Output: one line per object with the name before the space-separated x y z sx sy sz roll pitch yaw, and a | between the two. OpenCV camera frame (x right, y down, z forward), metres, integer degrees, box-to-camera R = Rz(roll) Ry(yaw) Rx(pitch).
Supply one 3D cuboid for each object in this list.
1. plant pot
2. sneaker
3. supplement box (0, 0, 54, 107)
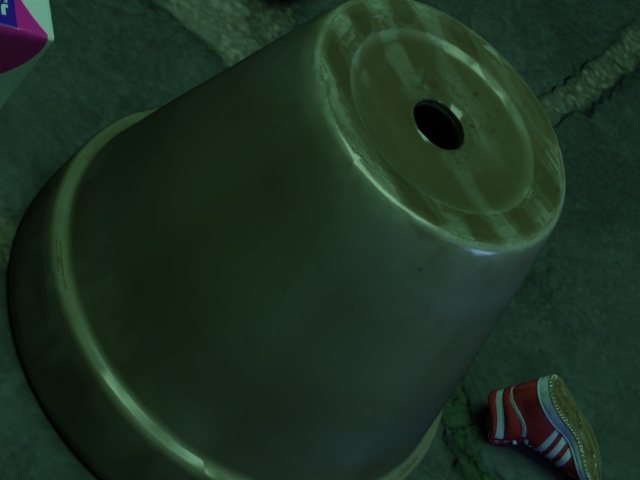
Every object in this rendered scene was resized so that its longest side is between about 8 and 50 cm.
plant pot | 0.000 0.000 1.199 0.323 0.280 0.323 21 48 -25
sneaker | 0.168 0.151 1.403 0.118 0.067 0.042 60 30 -31
supplement box | -0.265 -0.203 1.267 0.111 0.114 0.220 10 54 -35
